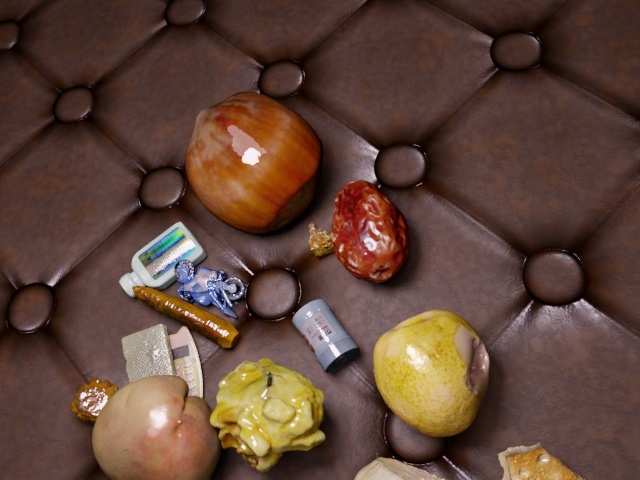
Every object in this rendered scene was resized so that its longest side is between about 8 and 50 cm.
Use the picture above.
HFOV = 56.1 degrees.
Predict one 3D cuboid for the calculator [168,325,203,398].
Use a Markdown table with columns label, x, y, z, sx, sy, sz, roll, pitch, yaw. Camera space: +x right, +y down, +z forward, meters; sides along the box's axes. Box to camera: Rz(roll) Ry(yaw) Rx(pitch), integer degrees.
| label | x | y | z | sx | sy | sz | roll | pitch | yaw |
| --- | --- | --- | --- | --- | --- | --- | --- | --- | --- |
| calculator | -0.375 | 0.346 | 1.527 | 0.157 | 0.033 | 0.236 | -16 | 66 | 3 |

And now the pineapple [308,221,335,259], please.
| label | x | y | z | sx | sy | sz | roll | pitch | yaw |
| --- | --- | --- | --- | --- | --- | --- | --- | --- | --- |
| pineapple | 0.000 | 0.000 | 1.597 | 0.115 | 0.077 | 0.114 | -8 | 46 | -30 |

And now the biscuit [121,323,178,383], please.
| label | x | y | z | sx | sy | sz | roll | pitch | yaw |
| --- | --- | --- | --- | --- | --- | --- | --- | --- | --- |
| biscuit | -0.426 | 0.321 | 1.506 | 0.121 | 0.040 | 0.199 | -20 | 68 | 2 |

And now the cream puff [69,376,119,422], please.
| label | x | y | z | sx | sy | sz | roll | pitch | yaw |
| --- | --- | --- | --- | --- | --- | --- | --- | --- | --- |
| cream puff | -0.562 | 0.408 | 1.506 | 0.122 | 0.094 | 0.116 | -23 | 65 | -25 |

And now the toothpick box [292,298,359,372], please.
| label | x | y | z | sx | sy | sz | roll | pitch | yaw |
| --- | --- | --- | --- | --- | --- | --- | --- | --- | --- |
| toothpick box | 0.012 | 0.232 | 1.459 | 0.101 | 0.101 | 0.153 | -35 | 63 | -5 |

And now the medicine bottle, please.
| label | x | y | z | sx | sy | sz | roll | pitch | yaw |
| --- | --- | --- | --- | --- | --- | --- | --- | --- | --- |
| medicine bottle | -0.436 | 0.062 | 1.636 | 0.229 | 0.083 | 0.121 | -38 | 75 | -8 |

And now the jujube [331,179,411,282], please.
| label | x | y | z | sx | sy | sz | roll | pitch | yaw |
| --- | --- | --- | --- | --- | --- | --- | --- | --- | --- |
| jujube | 0.121 | -0.025 | 1.512 | 0.197 | 0.197 | 0.290 | -17 | 49 | 3 |

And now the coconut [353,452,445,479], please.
| label | x | y | z | sx | sy | sz | roll | pitch | yaw |
| --- | --- | --- | --- | --- | --- | --- | --- | --- | --- |
| coconut | 0.188 | 0.625 | 1.093 | 0.405 | 0.404 | 0.404 | -4 | 65 | 10 |

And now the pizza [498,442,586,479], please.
| label | x | y | z | sx | sy | sz | roll | pitch | yaw |
| --- | --- | --- | --- | --- | --- | --- | --- | --- | --- |
| pizza | 0.469 | 0.509 | 1.261 | 0.204 | 0.080 | 0.188 | -13 | 87 | -5 |

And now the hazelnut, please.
| label | x | y | z | sx | sy | sz | roll | pitch | yaw |
| --- | --- | --- | --- | --- | --- | --- | --- | --- | --- |
| hazelnut | -0.162 | -0.204 | 1.570 | 0.366 | 0.365 | 0.365 | -4 | 65 | 10 |

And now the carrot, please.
| label | x | y | z | sx | sy | sz | roll | pitch | yaw |
| --- | --- | --- | --- | --- | --- | --- | --- | --- | --- |
| carrot | -0.353 | 0.187 | 1.553 | 0.315 | 0.066 | 0.066 | 25 | 73 | 12 |

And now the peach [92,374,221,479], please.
| label | x | y | z | sx | sy | sz | roll | pitch | yaw |
| --- | --- | --- | --- | --- | --- | --- | --- | --- | --- |
| peach | -0.357 | 0.440 | 1.333 | 0.292 | 0.292 | 0.247 | 29 | 58 | 22 |

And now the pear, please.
| label | x | y | z | sx | sy | sz | roll | pitch | yaw |
| --- | --- | --- | --- | --- | --- | --- | --- | --- | --- |
| pear | 0.246 | 0.287 | 1.311 | 0.272 | 0.271 | 0.270 | -4 | 65 | 10 |

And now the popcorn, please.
| label | x | y | z | sx | sy | sz | roll | pitch | yaw |
| --- | --- | --- | --- | --- | --- | --- | --- | --- | --- |
| popcorn | -0.113 | 0.376 | 1.328 | 0.252 | 0.286 | 0.215 | -18 | 100 | -34 |

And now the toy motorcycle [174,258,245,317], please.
| label | x | y | z | sx | sy | sz | roll | pitch | yaw |
| --- | --- | --- | --- | --- | --- | --- | --- | --- | --- |
| toy motorcycle | -0.299 | 0.126 | 1.576 | 0.205 | 0.076 | 0.114 | 18 | 93 | 9 |
